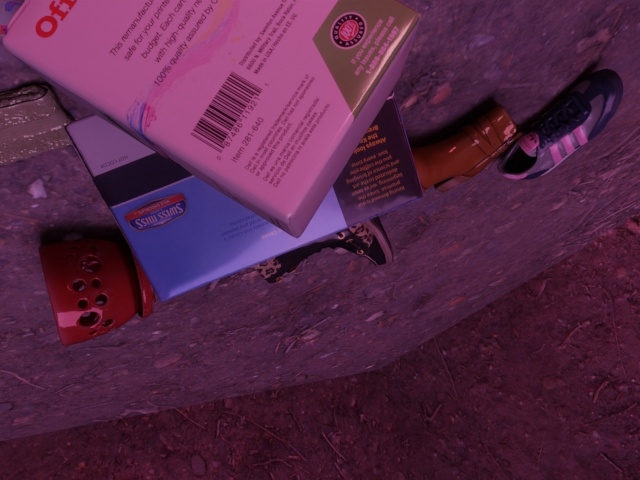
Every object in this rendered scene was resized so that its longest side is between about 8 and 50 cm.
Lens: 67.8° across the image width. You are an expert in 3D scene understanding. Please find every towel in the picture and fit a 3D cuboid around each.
[{"bbox_3d":[-0.413,-0.150,0.642,0.148,0.027,0.110,-19,154,-6],"label":"towel"}]

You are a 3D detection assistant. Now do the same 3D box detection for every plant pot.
[{"bbox_3d":[-0.419,0.086,0.904,0.174,0.191,0.191,-12,152,-30],"label":"plant pot"}]

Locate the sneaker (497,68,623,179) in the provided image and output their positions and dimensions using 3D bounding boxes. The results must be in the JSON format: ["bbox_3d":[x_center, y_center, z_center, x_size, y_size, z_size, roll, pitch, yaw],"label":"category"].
[{"bbox_3d":[0.528,-0.242,1.076,0.131,0.112,0.319,-13,151,-23],"label":"sneaker"}]

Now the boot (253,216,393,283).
[{"bbox_3d":[0.000,0.000,1.105,0.284,0.138,0.377,-28,149,10],"label":"boot"}]

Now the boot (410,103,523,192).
[{"bbox_3d":[0.292,-0.193,0.990,0.220,0.109,0.284,-37,152,31],"label":"boot"}]

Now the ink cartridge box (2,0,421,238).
[{"bbox_3d":[-0.088,-0.162,0.429,0.201,0.278,0.117,-58,176,-6],"label":"ink cartridge box"}]

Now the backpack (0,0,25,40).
[{"bbox_3d":[-0.267,-0.271,0.423,0.152,0.115,0.182,1,145,-38],"label":"backpack"}]

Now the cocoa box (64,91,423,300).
[{"bbox_3d":[-0.084,-0.115,0.630,0.347,0.231,0.227,-22,109,-1],"label":"cocoa box"}]
